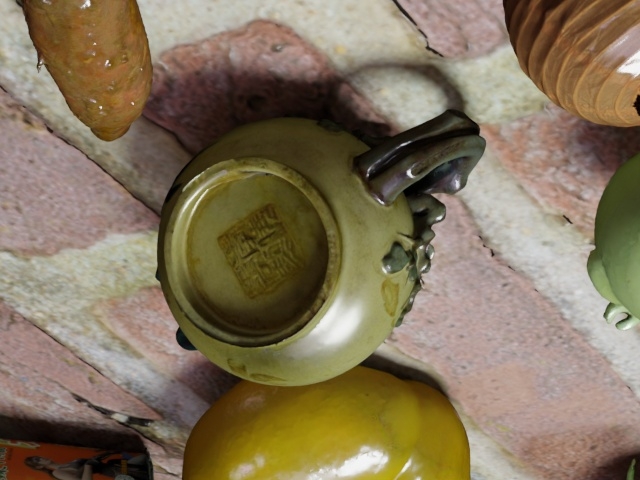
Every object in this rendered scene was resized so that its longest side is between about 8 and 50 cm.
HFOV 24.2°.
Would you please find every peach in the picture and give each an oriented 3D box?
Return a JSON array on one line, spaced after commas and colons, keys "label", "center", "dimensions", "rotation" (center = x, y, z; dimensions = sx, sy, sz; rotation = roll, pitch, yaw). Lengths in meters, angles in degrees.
[{"label": "peach", "center": [0.009, 0.199, 1.280], "dimensions": [0.251, 0.153, 0.251], "rotation": [-5, 136, -5]}]

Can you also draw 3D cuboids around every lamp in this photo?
[{"label": "lamp", "center": [0.161, -0.127, 0.775], "dimensions": [0.136, 0.136, 0.136], "rotation": [4, 146, 3]}]

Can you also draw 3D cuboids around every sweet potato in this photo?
[{"label": "sweet potato", "center": [-0.141, -0.142, 0.852], "dimensions": [0.066, 0.072, 0.314], "rotation": [37, 157, 25]}]

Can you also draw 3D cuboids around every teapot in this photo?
[{"label": "teapot", "center": [0.000, 0.000, 0.987], "dimensions": [0.269, 0.173, 0.182], "rotation": [-35, 167, 18]}]

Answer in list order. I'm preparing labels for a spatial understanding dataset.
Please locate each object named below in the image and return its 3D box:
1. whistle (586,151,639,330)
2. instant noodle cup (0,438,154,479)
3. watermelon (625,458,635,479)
[{"label": "whistle", "center": [0.272, -0.053, 0.905], "dimensions": [0.141, 0.141, 0.294], "rotation": [27, 109, -28]}, {"label": "instant noodle cup", "center": [-0.262, 0.309, 1.379], "dimensions": [0.213, 0.296, 0.296], "rotation": [0, 147, -8]}, {"label": "watermelon", "center": [0.335, 0.288, 1.316], "dimensions": [0.188, 0.188, 0.214], "rotation": [-25, 142, 38]}]
